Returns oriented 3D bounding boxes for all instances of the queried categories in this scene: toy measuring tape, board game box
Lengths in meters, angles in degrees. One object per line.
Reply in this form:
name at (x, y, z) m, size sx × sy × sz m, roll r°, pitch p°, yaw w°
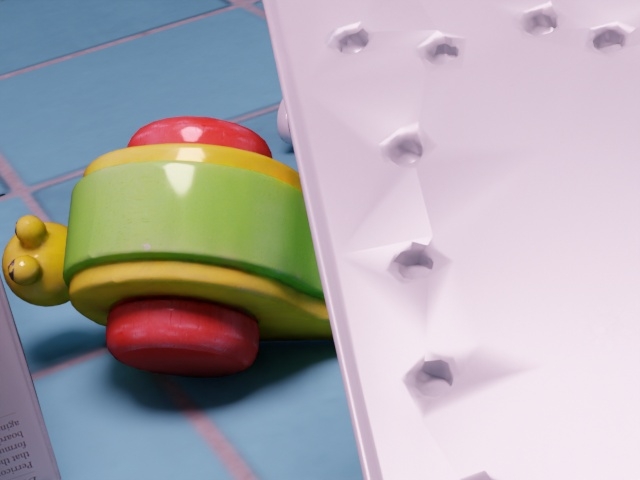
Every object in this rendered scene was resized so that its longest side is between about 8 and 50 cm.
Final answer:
toy measuring tape at (0.000, 0.000, 0.670) m, size 0.330 × 0.121 × 0.121 m, roll -3°, pitch 26°, yaw 19°
board game box at (0.198, -0.001, 0.375) m, size 0.390 × 0.050 × 0.390 m, roll -16°, pitch 46°, yaw 4°

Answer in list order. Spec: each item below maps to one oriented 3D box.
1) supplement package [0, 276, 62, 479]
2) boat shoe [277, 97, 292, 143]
supplement package at (-0.270, 0.046, 0.664) m, size 0.262 × 0.145 × 0.204 m, roll -17°, pitch 26°, yaw -13°
boat shoe at (0.010, -0.087, 0.955) m, size 0.035 × 0.035 × 0.100 m, roll 2°, pitch 22°, yaw 33°
